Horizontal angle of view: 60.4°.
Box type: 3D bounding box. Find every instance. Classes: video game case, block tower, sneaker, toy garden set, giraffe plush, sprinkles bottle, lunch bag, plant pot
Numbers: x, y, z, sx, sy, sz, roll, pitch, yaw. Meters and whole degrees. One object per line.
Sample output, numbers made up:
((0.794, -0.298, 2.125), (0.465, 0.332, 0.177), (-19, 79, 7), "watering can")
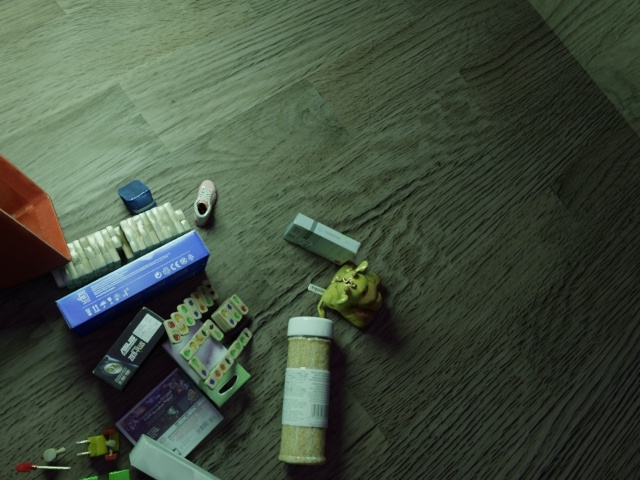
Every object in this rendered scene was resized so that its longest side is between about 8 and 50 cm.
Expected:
((-0.362, 0.437, 1.333), (0.190, 0.022, 0.173), (-43, 90, -23), "video game case")
((-0.502, 0.012, 1.381), (0.336, 0.097, 0.090), (-26, 83, -24), "block tower")
((-0.311, -0.111, 1.488), (0.051, 0.070, 0.134), (14, 69, -11), "sneaker")
((-0.555, 0.542, 1.229), (0.244, 0.049, 0.203), (-5, 77, -18), "toy garden set")
((0.089, 0.133, 1.482), (0.210, 0.170, 0.181), (7, 72, -15), "giraffe plush")
((-0.035, 0.377, 1.397), (0.121, 0.121, 0.355), (9, 72, -14), "sprinkles bottle")
((-0.476, -0.108, 1.428), (0.067, 0.065, 0.098), (-35, 43, -22), "lunch bag")
((-0.756, -0.034, 1.203), (0.236, 0.267, 0.267), (-35, 53, -4), "plant pot")

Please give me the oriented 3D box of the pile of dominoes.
((-0.259, 0.211, 1.338), (0.196, 0.040, 0.251), (51, 27, -9), "pile of dominoes")

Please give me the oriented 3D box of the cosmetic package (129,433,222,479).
((-0.318, 0.535, 1.255), (0.239, 0.099, 0.060), (37, 69, -13), "cosmetic package")

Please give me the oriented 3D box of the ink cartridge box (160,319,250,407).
((-0.287, 0.302, 1.374), (0.209, 0.062, 0.109), (47, 67, 0), "ink cartridge box")

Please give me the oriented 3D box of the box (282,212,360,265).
((0.000, 0.000, 1.509), (0.186, 0.145, 0.038), (27, 69, -7), "box")

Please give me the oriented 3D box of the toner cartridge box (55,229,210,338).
((-0.443, 0.106, 1.331), (0.348, 0.165, 0.075), (-30, 84, -23), "toner cartridge box")

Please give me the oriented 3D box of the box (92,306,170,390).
((-0.440, 0.258, 1.294), (0.078, 0.147, 0.180), (36, 68, -5), "box")
